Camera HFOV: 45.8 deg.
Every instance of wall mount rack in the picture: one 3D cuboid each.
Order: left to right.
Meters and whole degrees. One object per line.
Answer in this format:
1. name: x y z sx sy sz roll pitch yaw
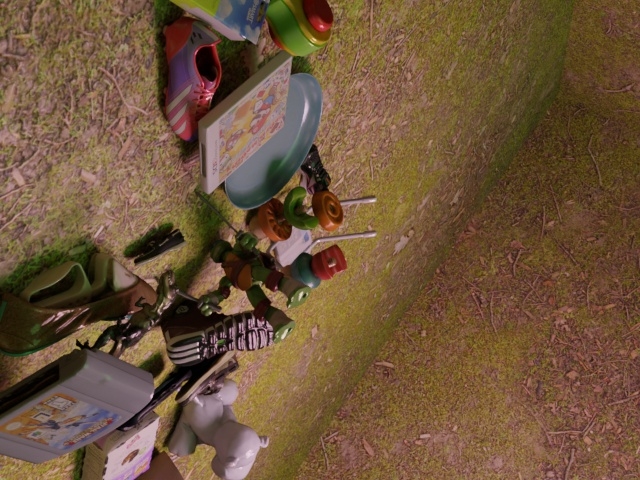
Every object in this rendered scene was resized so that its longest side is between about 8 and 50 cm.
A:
1. wall mount rack: 0.000 0.000 1.966 0.304 0.130 0.350 -44 161 -15

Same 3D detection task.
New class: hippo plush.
1. hippo plush: -0.243 0.496 2.016 0.234 0.236 0.294 -32 148 -48

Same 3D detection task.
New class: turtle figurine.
1. turtle figurine: -0.174 0.086 1.562 0.198 0.266 0.275 -52 156 -7

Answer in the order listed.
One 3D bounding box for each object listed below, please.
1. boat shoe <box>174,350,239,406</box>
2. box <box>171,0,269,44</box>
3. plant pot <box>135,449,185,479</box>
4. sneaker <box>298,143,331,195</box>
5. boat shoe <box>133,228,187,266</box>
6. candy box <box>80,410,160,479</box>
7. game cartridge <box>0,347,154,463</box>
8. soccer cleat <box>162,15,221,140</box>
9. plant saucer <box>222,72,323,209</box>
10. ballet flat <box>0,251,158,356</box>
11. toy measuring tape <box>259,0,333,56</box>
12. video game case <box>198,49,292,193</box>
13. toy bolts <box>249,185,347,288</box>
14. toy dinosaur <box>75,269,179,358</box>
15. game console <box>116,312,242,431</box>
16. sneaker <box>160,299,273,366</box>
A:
1. boat shoe: -0.274 0.351 1.902 0.080 0.073 0.223 -29 -171 37
2. box: -0.154 -0.382 1.144 0.178 0.042 0.109 23 82 -50
3. plant pot: -0.450 0.717 1.912 0.274 0.256 0.257 -30 150 -21
4. sneaker: -0.007 -0.164 1.834 0.072 0.077 0.178 -51 158 -18
5. boat shoe: -0.313 0.013 1.463 0.125 0.038 0.046 -30 -172 -41
6. candy box: -0.465 0.493 1.754 0.164 0.070 0.196 -31 147 -49
7. game cartridge: -0.443 0.291 1.297 0.297 0.062 0.198 -31 137 15
8. soccer cleat: -0.205 -0.250 1.249 0.083 0.095 0.248 -42 154 -35
9. plant saucer: -0.107 -0.213 1.594 0.317 0.043 0.318 -47 157 -27
10. ballet flat: -0.406 0.090 1.301 0.342 0.116 0.124 -18 117 -54
11. toy measuring tape: -0.068 -0.382 1.330 0.330 0.121 0.121 -22 140 -57
12. video game case: -0.137 -0.213 1.389 0.227 0.026 0.206 -47 166 -27
13. toy bolts: -0.045 0.002 1.779 0.158 0.229 0.218 -22 177 30
14. toy dinosaur: -0.341 0.163 1.290 0.268 0.064 0.118 -45 167 9
15. game console: -0.320 0.308 1.744 0.361 0.044 0.213 -40 177 -40
16. sneaker: -0.223 0.173 1.688 0.281 0.162 0.107 -9 125 -26
